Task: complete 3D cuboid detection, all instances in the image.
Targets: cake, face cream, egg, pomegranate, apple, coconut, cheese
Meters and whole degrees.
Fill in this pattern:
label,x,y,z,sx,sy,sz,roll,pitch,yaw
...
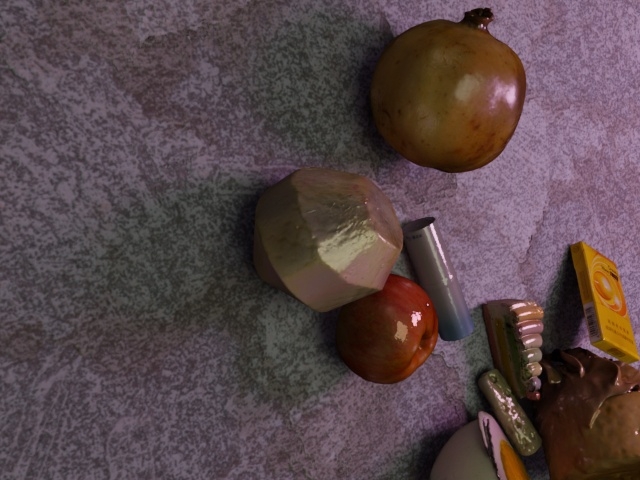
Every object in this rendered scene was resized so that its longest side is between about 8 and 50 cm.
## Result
label,x,y,z,sx,sy,sz,roll,pitch,yaw
cake,0.434,0.232,1.607,0.090,0.109,0.225,-18,101,-32
face cream,0.238,0.079,1.492,0.077,0.077,0.250,-30,107,-29
egg,0.333,0.505,1.512,0.286,0.174,0.264,41,28,-44
pomegranate,0.239,-0.265,1.376,0.307,0.307,0.307,-1,92,-33
apple,0.123,0.165,1.348,0.209,0.164,0.209,-45,146,-42
cake,0.625,0.374,1.631,0.332,0.332,0.321,15,51,-33
coconut,0.000,0.000,1.248,0.259,0.259,0.259,-1,92,-33
cheese,0.407,0.371,1.590,0.065,0.043,0.194,-19,75,-39

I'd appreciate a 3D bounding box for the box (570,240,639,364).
label,x,y,z,sx,sy,sz,roll,pitch,yaw
box,0.665,0.143,1.725,0.152,0.043,0.269,27,48,-32
